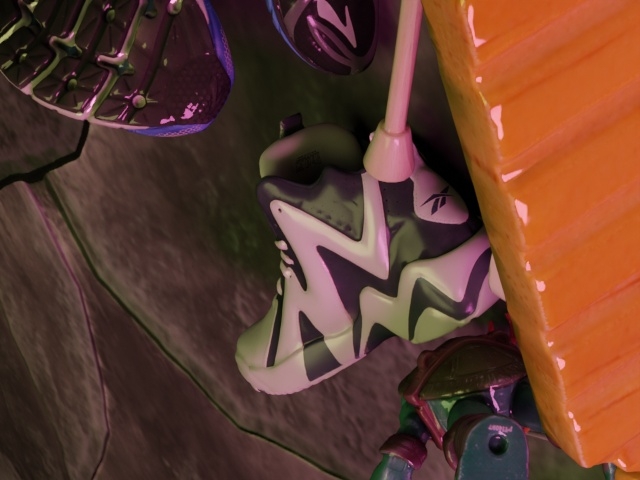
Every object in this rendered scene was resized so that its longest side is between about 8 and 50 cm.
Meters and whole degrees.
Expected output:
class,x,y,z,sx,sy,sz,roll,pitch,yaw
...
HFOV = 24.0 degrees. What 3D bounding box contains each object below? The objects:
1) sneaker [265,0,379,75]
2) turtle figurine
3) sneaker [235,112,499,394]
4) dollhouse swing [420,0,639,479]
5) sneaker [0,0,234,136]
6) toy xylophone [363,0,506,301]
class,x,y,z,sx,sy,sz,roll,pitch,yaw
sneaker,0.017,-0.163,0.797,0.078,0.067,0.188,38,139,32
turtle figurine,0.091,0.110,0.840,0.118,0.175,0.234,64,167,-3
sneaker,0.000,0.000,0.932,0.235,0.094,0.153,-24,99,54
dollhouse swing,0.257,-0.013,0.412,0.305,0.315,0.346,44,162,45
sneaker,-0.140,-0.149,0.936,0.147,0.129,0.330,28,-172,-44
toy xylophone,0.141,-0.064,0.723,0.236,0.081,0.322,39,142,20
